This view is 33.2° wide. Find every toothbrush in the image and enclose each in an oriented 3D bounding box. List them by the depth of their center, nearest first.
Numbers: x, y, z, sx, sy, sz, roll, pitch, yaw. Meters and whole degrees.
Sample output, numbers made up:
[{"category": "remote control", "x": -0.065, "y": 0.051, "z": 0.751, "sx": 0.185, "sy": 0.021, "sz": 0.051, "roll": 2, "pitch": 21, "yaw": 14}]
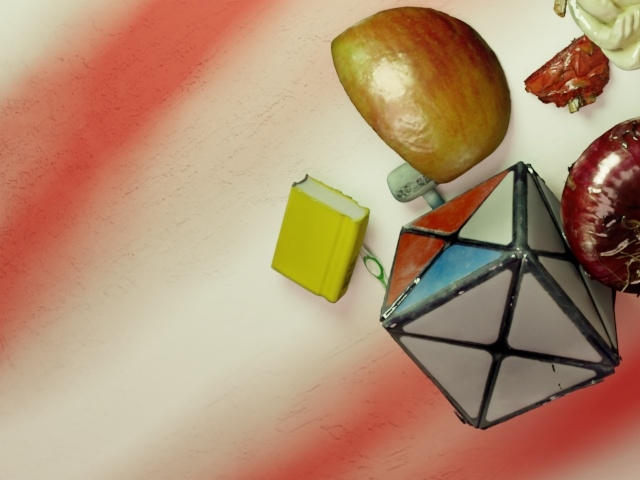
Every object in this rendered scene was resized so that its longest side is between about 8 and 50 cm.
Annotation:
[{"category": "toothbrush", "x": 0.109, "y": 0.059, "z": 2.122, "sx": 0.030, "sy": 0.030, "sz": 0.304, "roll": -25, "pitch": 102, "yaw": 29}]

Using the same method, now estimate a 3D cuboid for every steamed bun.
[{"category": "steamed bun", "x": 0.505, "y": -0.425, "z": 1.636, "sx": 0.280, "sy": 0.207, "sz": 0.268, "roll": -22, "pitch": 108, "yaw": 9}]

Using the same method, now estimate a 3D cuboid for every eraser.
[{"category": "eraser", "x": 0.000, "y": 0.000, "z": 2.090, "sx": 0.158, "sy": 0.069, "sz": 0.226, "roll": 29, "pitch": 130, "yaw": 15}]

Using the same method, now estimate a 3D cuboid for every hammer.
[{"category": "hammer", "x": 0.218, "y": -0.072, "z": 2.003, "sx": 0.116, "sy": 0.069, "sz": 0.194, "roll": -32, "pitch": 106, "yaw": 30}]

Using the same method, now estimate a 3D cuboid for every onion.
[{"category": "onion", "x": 0.540, "y": -0.068, "z": 1.776, "sx": 0.314, "sy": 0.232, "sz": 0.313, "roll": -5, "pitch": 117, "yaw": -10}]

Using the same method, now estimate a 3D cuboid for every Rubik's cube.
[{"category": "Rubik's cube", "x": 0.315, "y": 0.099, "z": 1.876, "sx": 0.305, "sy": 0.307, "sz": 0.310, "roll": -31, "pitch": 113, "yaw": 29}]

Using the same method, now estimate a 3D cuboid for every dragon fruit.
[{"category": "dragon fruit", "x": 0.427, "y": -0.269, "z": 1.816, "sx": 0.162, "sy": 0.083, "sz": 0.106, "roll": -38, "pitch": 98, "yaw": 29}]

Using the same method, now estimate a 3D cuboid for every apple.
[{"category": "apple", "x": 0.175, "y": -0.267, "z": 1.892, "sx": 0.346, "sy": 0.254, "sz": 0.179, "roll": 46, "pitch": 162, "yaw": -3}]

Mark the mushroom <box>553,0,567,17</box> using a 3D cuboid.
[{"category": "mushroom", "x": 0.413, "y": -0.426, "z": 1.750, "sx": 0.088, "sy": 0.073, "sz": 0.129, "roll": 26, "pitch": 105, "yaw": 22}]
